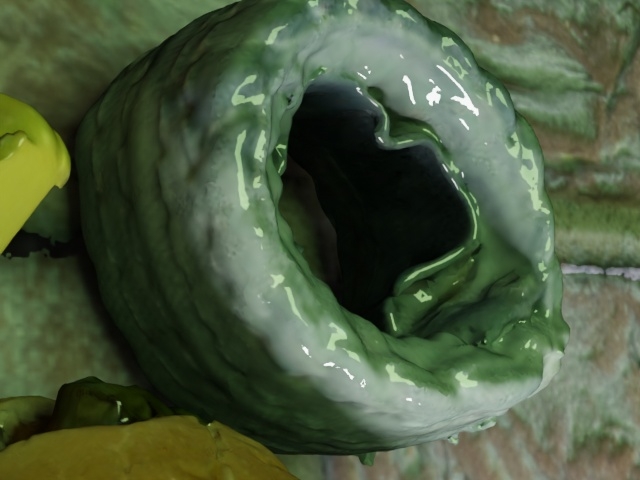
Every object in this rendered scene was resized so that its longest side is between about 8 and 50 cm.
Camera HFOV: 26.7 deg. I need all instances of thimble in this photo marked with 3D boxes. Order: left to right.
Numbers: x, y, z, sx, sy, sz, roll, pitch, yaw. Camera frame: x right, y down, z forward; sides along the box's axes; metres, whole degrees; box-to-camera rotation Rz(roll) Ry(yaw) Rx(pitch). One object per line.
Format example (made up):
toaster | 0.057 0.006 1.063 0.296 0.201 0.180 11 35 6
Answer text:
thimble | 0.000 0.000 0.672 0.250 0.172 0.205 48 55 -19

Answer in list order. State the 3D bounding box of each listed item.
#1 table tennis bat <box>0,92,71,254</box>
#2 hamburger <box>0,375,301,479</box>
table tennis bat | -0.191 0.092 0.451 0.224 0.054 0.368 23 62 9
hamburger | -0.079 0.160 0.551 0.330 0.162 0.208 11 72 -36
